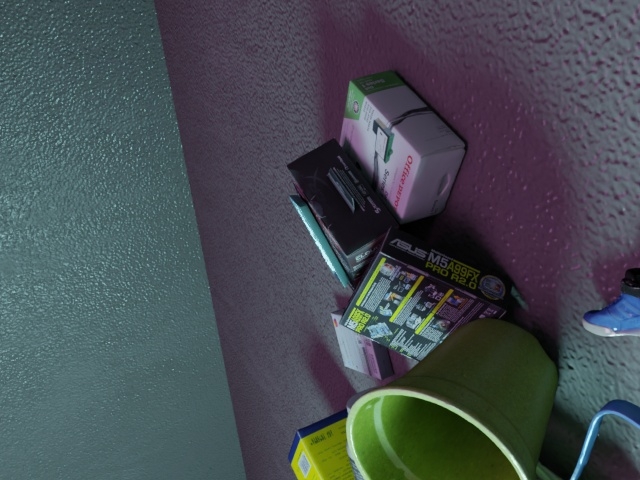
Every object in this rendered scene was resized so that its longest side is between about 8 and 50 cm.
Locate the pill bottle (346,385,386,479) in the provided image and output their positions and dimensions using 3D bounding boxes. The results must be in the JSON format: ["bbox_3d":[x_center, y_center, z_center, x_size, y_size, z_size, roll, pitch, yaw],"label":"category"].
[{"bbox_3d":[0.157,0.488,1.376,0.176,0.177,0.318,0,106,65],"label":"pill bottle"}]

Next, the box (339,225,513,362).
[{"bbox_3d":[0.168,0.111,1.083,0.216,0.060,0.270,25,145,3],"label":"box"}]

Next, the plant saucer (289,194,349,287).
[{"bbox_3d":[0.000,0.000,1.152,0.192,0.018,0.067,61,174,-28],"label":"plant saucer"}]

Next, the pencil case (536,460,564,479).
[{"bbox_3d":[0.297,0.395,1.025,0.410,0.160,0.183,36,123,53],"label":"pencil case"}]

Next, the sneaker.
[{"bbox_3d":[0.376,0.073,0.764,0.152,0.058,0.084,176,83,-72],"label":"sneaker"}]

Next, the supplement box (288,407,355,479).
[{"bbox_3d":[0.089,0.633,1.600,0.356,0.194,0.195,58,152,30],"label":"supplement box"}]

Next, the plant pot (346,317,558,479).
[{"bbox_3d":[0.221,0.253,0.924,0.276,0.254,0.275,21,128,29],"label":"plant pot"}]

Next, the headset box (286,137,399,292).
[{"bbox_3d":[0.052,-0.034,1.187,0.218,0.110,0.293,57,175,25],"label":"headset box"}]

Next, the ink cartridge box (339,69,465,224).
[{"bbox_3d":[0.131,-0.160,1.085,0.219,0.093,0.160,55,152,34],"label":"ink cartridge box"}]

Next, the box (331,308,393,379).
[{"bbox_3d":[0.096,0.244,1.510,0.186,0.038,0.145,-3,103,65],"label":"box"}]

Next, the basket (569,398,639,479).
[{"bbox_3d":[0.409,0.336,0.692,0.289,0.201,0.254,36,140,39],"label":"basket"}]
